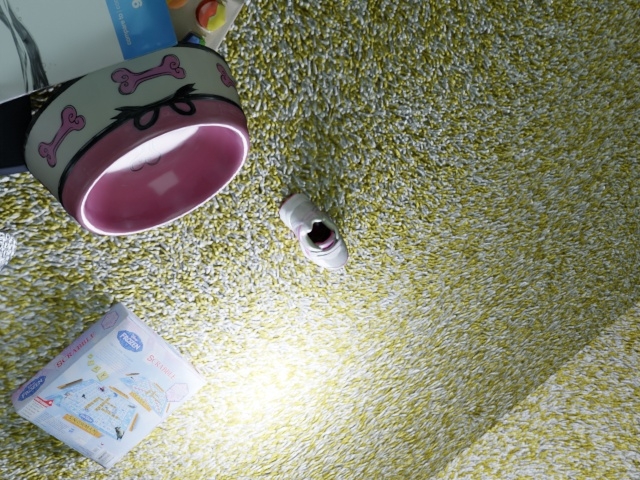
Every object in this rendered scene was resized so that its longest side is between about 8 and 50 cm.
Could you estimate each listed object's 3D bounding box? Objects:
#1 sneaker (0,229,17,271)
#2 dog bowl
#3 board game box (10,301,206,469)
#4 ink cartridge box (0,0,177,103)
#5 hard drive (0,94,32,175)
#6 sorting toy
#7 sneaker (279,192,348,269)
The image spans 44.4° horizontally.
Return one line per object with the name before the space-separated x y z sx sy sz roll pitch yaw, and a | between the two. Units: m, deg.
sneaker | -0.695 0.006 1.422 0.297 0.129 0.111 -2 119 -54
dog bowl | -0.308 -0.161 1.413 0.408 0.150 0.408 -29 163 -10
board game box | -0.478 0.343 1.813 0.318 0.066 0.318 -41 133 -5
ink cartridge box | -0.466 -0.352 1.215 0.395 0.285 0.166 -25 128 -19
hard drive | -0.614 -0.190 1.334 0.255 0.054 0.172 -7 99 -37
sorting toy | -0.261 -0.416 1.483 0.193 0.038 0.208 21 105 -41
sneaker | 0.000 0.000 1.881 0.103 0.111 0.252 -44 133 -2
